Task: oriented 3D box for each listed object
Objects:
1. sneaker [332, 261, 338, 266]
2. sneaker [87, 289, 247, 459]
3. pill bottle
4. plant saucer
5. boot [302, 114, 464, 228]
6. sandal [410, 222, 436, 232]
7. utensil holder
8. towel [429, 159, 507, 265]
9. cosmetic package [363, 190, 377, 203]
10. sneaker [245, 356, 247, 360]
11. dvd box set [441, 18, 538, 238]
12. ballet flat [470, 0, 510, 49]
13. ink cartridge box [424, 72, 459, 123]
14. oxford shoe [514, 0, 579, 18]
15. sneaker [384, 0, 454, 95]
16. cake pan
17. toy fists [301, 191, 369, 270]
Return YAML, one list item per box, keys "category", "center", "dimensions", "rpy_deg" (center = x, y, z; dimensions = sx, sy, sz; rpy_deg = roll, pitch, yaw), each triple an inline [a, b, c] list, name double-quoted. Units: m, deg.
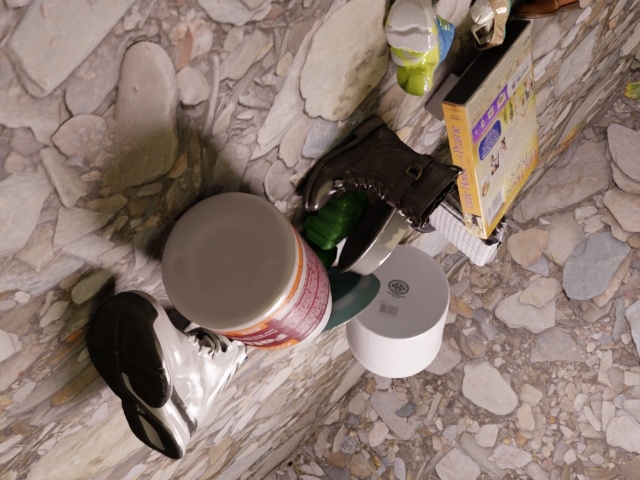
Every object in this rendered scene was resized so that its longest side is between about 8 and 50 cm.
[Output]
- category: "sneaker"
  center: [0.031, 0.110, 1.723]
  dimensions: [0.070, 0.051, 0.134]
  rpy_deg: [-40, 156, -10]
- category: "sneaker"
  center: [-0.270, 0.196, 1.177]
  dimensions: [0.257, 0.169, 0.447]
  rpy_deg: [-53, 156, -39]
- category: "pill bottle"
  center: [-0.107, 0.080, 1.131]
  dimensions: [0.224, 0.224, 0.392]
  rpy_deg: [-45, 160, -3]
- category: "plant saucer"
  center: [-0.018, 0.133, 1.434]
  dimensions: [0.318, 0.043, 0.317]
  rpy_deg: [-19, -163, 6]
- category: "boot"
  center: [0.116, -0.102, 1.212]
  dimensions: [0.263, 0.229, 0.091]
  rpy_deg: [-46, 160, 2]
- category: "sandal"
  center: [0.368, -0.098, 1.938]
  dimensions: [0.255, 0.097, 0.054]
  rpy_deg: [-33, -177, -29]
- category: "utensil holder"
  center: [0.238, 0.226, 1.970]
  dimensions: [0.328, 0.327, 0.385]
  rpy_deg: [-40, 157, -15]
- category: "towel"
  center: [0.395, -0.080, 1.732]
  dimensions: [0.121, 0.284, 0.235]
  rpy_deg: [-45, 162, -5]
- category: "cosmetic package"
  center: [0.121, -0.142, 1.395]
  dimensions: [0.041, 0.060, 0.115]
  rpy_deg: [-9, 138, -57]
- category: "sneaker"
  center: [-0.236, 0.313, 1.585]
  dimensions: [0.058, 0.052, 0.135]
  rpy_deg: [-45, 160, 12]
- category: "dvd box set"
  center: [0.413, -0.249, 1.458]
  dimensions: [0.307, 0.062, 0.420]
  rpy_deg: [-51, 141, -23]
- category: "ballet flat"
  center: [0.330, -0.438, 1.226]
  dimensions: [0.067, 0.073, 0.206]
  rpy_deg: [-32, 157, 3]
- category: "ink cartridge box"
  center: [0.308, -0.317, 1.429]
  dimensions: [0.099, 0.056, 0.135]
  rpy_deg: [-54, 158, 19]
- category: "oxford shoe"
  center: [0.507, -0.542, 1.400]
  dimensions: [0.212, 0.076, 0.076]
  rpy_deg: [-29, 124, -32]
- category: "sneaker"
  center: [0.175, -0.362, 1.069]
  dimensions: [0.126, 0.091, 0.240]
  rpy_deg: [-60, 164, -17]
- category: "cake pan"
  center: [0.136, -0.043, 1.379]
  dimensions: [0.293, 0.054, 0.293]
  rpy_deg: [-56, -171, 14]
- category: "toy fists"
  center: [0.000, 0.000, 1.380]
  dimensions: [0.279, 0.096, 0.142]
  rpy_deg: [-57, 173, 30]
